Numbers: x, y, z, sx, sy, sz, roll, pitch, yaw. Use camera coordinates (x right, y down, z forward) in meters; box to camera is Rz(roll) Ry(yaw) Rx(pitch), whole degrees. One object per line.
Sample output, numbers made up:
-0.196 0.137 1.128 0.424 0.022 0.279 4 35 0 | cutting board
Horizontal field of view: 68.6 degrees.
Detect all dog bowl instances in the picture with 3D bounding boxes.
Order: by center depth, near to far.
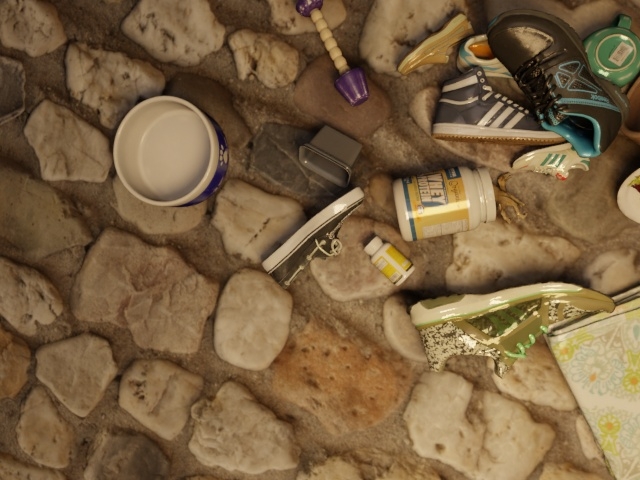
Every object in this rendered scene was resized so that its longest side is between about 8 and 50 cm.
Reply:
-0.368 -0.214 1.168 0.265 0.104 0.264 0 91 11 | dog bowl

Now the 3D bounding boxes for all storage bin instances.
0.031 -0.200 1.105 0.135 0.098 0.091 31 69 9 | storage bin

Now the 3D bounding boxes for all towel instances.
0.696 0.287 0.985 0.321 0.090 0.374 -26 86 14 | towel

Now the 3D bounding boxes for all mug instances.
0.595 -0.388 0.979 0.129 0.097 0.157 -11 90 11 | mug

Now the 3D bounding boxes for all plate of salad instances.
0.708 -0.088 0.932 0.200 0.200 0.048 11 52 11 | plate of salad

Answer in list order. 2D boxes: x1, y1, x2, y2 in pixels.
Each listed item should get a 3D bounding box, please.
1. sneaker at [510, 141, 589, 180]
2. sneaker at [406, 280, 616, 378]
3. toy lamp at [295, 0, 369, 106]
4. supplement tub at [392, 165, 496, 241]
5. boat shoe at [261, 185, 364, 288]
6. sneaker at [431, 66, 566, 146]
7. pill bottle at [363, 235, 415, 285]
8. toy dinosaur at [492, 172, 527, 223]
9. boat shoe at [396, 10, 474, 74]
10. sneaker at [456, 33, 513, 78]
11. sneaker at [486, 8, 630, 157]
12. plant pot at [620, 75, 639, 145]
0.504 -0.165 1.023 0.161 0.057 0.075 -13 83 8 | sneaker
0.398 0.195 0.992 0.410 0.158 0.182 -11 74 19 | sneaker
0.033 -0.444 1.098 0.080 0.080 0.274 -28 87 10 | toy lamp
0.266 -0.083 1.027 0.200 0.144 0.144 -11 89 11 | supplement tub
-0.001 0.001 1.099 0.306 0.113 0.105 -41 90 12 | boat shoe
0.394 -0.290 1.021 0.282 0.099 0.153 7 94 13 | sneaker
0.158 0.045 1.092 0.116 0.065 0.065 44 99 7 | pill bottle
0.396 -0.080 1.011 0.092 0.183 0.053 46 128 -8 | toy dinosaur
0.264 -0.430 1.062 0.190 0.068 0.072 -37 96 9 | boat shoe
0.418 -0.404 1.017 0.229 0.092 0.087 -1 90 10 | sneaker
0.455 -0.305 0.908 0.341 0.125 0.139 37 66 -6 | sneaker
0.767 -0.252 0.893 0.229 0.263 0.263 30 97 -8 | plant pot
